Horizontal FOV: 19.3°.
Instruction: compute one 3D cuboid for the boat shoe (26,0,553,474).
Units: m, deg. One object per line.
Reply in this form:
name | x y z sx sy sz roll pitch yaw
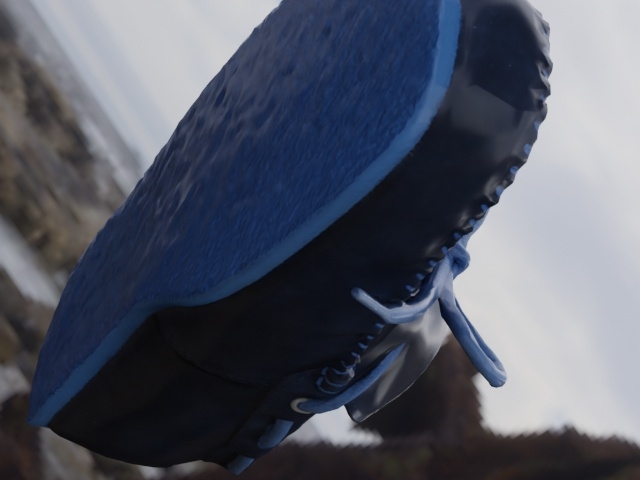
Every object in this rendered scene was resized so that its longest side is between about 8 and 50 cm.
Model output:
boat shoe | 0.000 0.000 0.519 0.089 0.109 0.258 23 -24 -17
